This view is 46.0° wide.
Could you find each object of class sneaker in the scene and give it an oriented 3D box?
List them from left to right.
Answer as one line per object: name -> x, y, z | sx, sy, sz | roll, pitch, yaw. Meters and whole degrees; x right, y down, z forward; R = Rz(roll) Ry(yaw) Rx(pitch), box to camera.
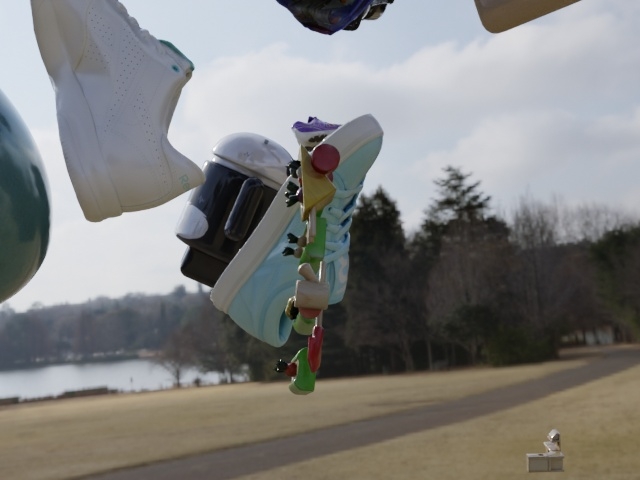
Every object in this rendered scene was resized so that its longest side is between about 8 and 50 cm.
sneaker -> -0.132, -0.121, 0.490 | 0.094, 0.212, 0.080 | -15, -7, -12
sneaker -> 0.000, 0.000, 1.022 | 0.366, 0.150, 0.135 | -53, -9, 31
sneaker -> 0.009, -0.225, 1.533 | 0.169, 0.071, 0.068 | -8, -31, -50

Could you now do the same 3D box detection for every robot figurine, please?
robot figurine -> -0.147, -0.052, 1.328 | 0.209, 0.278, 0.173 | 25, 0, 40

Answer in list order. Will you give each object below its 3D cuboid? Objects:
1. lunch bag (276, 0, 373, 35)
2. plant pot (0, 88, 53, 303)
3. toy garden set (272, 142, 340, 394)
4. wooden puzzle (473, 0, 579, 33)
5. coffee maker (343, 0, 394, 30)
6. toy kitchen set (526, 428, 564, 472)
lunch bag -> 0.038, -0.500, 0.950 | 0.238, 0.328, 0.385 | 16, -22, 11
plant pot -> -0.392, -0.029, 0.773 | 0.290, 0.290, 0.195 | -7, -24, 18
toy garden set -> -0.021, 0.029, 0.774 | 0.049, 0.245, 0.204 | 5, -14, -4
wooden puzzle -> 0.381, -0.567, 1.275 | 0.322, 0.348, 0.080 | -19, 0, 19
coffee maker -> 0.086, -0.486, 1.416 | 0.171, 0.120, 0.178 | -42, 3, 31
toy kitchen set -> 0.455, 0.429, 1.555 | 0.075, 0.068, 0.083 | -2, 4, 1
